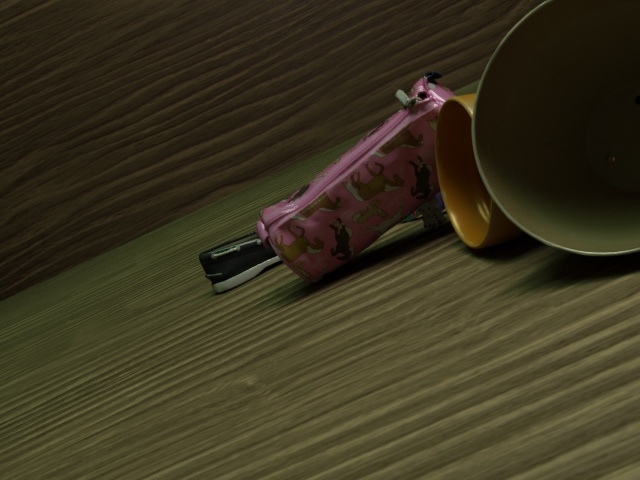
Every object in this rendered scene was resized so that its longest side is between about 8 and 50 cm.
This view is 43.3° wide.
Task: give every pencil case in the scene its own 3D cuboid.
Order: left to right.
[{"bbox_3d":[0.078,-0.091,1.285,0.386,0.167,0.160,-40,10,19],"label":"pencil case"}]

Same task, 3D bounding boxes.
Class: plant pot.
[{"bbox_3d":[0.277,-0.106,1.091,0.187,0.205,0.205,-11,9,-9],"label":"plant pot"},{"bbox_3d":[0.340,-0.126,0.902,0.284,0.284,0.191,-18,-10,34],"label":"plant pot"}]

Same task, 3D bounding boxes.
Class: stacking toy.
[{"bbox_3d":[0.182,-0.062,1.432,0.167,0.052,0.221,-32,11,-38],"label":"stacking toy"}]

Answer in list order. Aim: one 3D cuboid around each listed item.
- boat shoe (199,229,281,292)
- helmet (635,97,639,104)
[{"bbox_3d":[-0.101,-0.002,1.637,0.302,0.091,0.114,-30,12,-23],"label":"boat shoe"},{"bbox_3d":[0.519,-0.262,1.321,0.169,0.169,0.162,-19,29,29],"label":"helmet"}]
